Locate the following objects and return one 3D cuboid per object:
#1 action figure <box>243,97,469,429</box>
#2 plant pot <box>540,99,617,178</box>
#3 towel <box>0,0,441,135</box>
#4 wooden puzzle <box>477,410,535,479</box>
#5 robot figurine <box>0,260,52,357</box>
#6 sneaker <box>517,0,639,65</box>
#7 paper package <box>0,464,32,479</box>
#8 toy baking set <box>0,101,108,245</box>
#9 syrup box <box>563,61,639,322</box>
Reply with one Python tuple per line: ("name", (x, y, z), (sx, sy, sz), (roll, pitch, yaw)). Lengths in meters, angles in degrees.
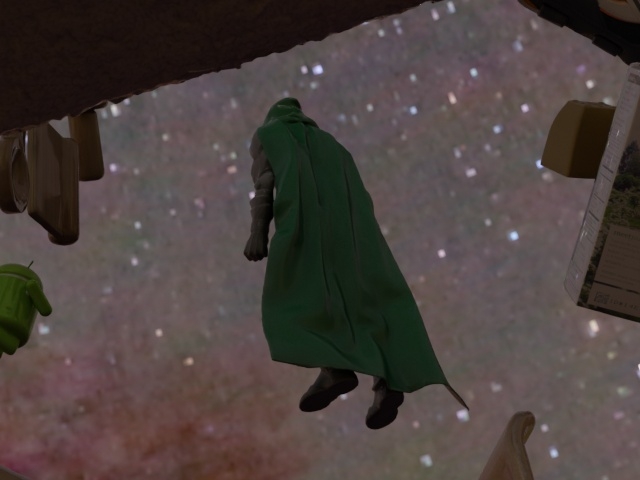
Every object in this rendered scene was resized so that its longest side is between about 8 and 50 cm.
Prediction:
("action figure", (0.000, 0.000, 0.843), (0.137, 0.232, 0.063), (22, -51, -36))
("plant pot", (0.312, -0.118, 1.644), (0.081, 0.081, 0.083), (2, -77, -16))
("towel", (-0.042, -0.141, 0.517), (0.282, 0.049, 0.187), (-19, -45, -3))
("wooden puzzle", (0.136, 0.365, 1.191), (0.080, 0.348, 0.322), (1, -36, -10))
("robot figurine", (-0.348, 0.075, 1.575), (0.101, 0.115, 0.067), (-23, -48, 35))
("sneaker", (0.284, -0.267, 1.458), (0.127, 0.321, 0.126), (-34, 10, 33))
("paper package", (-0.175, 0.212, 0.421), (0.325, 0.309, 0.168), (23, -32, 13))
("toy baking set", (-0.142, -0.123, 0.706), (0.030, 0.256, 0.197), (-6, 3, 3))
("syrup box", (0.315, -0.045, 1.358), (0.093, 0.237, 0.096), (15, 9, 0))
